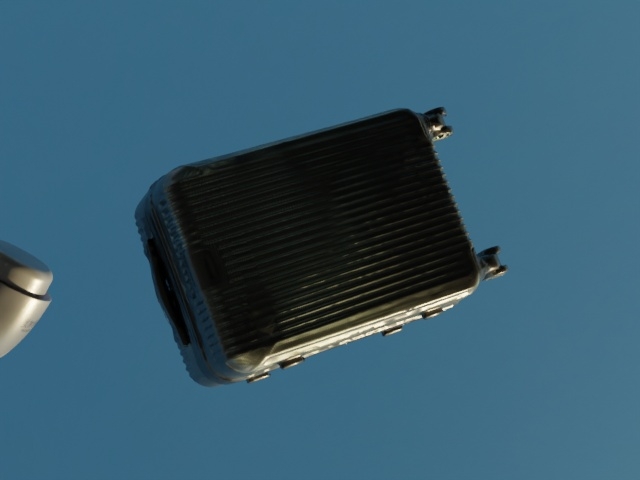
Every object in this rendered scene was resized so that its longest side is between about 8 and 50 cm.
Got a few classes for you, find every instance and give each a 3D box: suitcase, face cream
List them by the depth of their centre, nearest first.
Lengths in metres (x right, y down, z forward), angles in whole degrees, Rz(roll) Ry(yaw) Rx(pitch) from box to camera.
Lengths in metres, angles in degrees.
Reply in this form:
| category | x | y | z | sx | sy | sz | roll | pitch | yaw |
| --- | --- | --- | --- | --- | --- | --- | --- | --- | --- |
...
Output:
| category | x | y | z | sx | sy | sz | roll | pitch | yaw |
| --- | --- | --- | --- | --- | --- | --- | --- | --- | --- |
| suitcase | 0.000 | 0.000 | 1.257 | 0.312 | 0.128 | 0.202 | -16 | -97 | -26 |
| face cream | -0.301 | 0.053 | 1.295 | 0.091 | 0.091 | 0.095 | 30 | -86 | -3 |
